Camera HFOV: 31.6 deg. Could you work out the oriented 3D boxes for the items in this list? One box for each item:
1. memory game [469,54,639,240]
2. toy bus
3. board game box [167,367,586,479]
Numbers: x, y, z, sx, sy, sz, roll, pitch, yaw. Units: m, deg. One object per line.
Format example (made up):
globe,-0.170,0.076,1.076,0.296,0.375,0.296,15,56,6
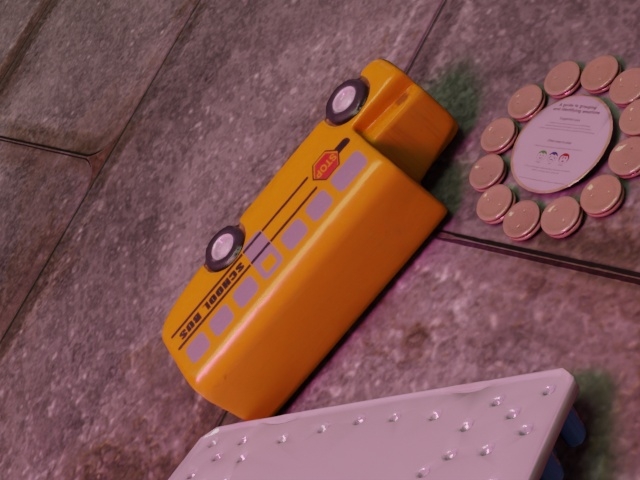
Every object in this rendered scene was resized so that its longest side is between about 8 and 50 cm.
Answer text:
memory game,0.206,-0.080,0.964,0.186,0.012,0.186,-28,43,31
toy bus,0.000,0.000,1.042,0.332,0.108,0.130,-50,37,5
board game box,-0.035,0.257,0.795,0.390,0.050,0.390,-16,24,39
